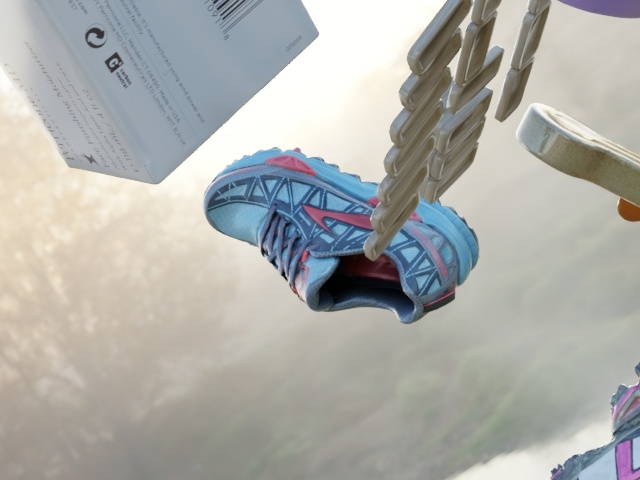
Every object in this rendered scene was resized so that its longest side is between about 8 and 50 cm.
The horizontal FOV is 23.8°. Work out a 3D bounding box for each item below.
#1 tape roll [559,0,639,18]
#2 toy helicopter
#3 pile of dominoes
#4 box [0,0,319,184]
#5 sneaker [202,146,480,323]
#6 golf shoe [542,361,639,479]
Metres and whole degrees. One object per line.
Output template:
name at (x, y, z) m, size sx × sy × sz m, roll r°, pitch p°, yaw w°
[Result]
tape roll at (0.153, -0.212, 0.753) m, size 0.189 × 0.189 × 0.080 m, roll -34°, pitch -5°, yaw -27°
toy helicopter at (0.337, -0.038, 1.376) m, size 0.140 × 0.355 × 0.235 m, roll -60°, pitch 9°, yaw 22°
pile of dominoes at (0.091, -0.119, 1.041) m, size 0.196 × 0.040 × 0.251 m, roll -44°, pitch -21°, yaw -31°
box at (-0.129, -0.166, 1.062) m, size 0.182 × 0.181 × 0.119 m, roll -45°, pitch 33°, yaw -24°
sneaker at (0.000, 0.000, 1.338) m, size 0.262 × 0.104 × 0.125 m, roll 14°, pitch 44°, yaw 22°
golf shoe at (0.161, 0.138, 0.778) m, size 0.186 × 0.086 × 0.067 m, roll -52°, pitch -27°, yaw 4°
